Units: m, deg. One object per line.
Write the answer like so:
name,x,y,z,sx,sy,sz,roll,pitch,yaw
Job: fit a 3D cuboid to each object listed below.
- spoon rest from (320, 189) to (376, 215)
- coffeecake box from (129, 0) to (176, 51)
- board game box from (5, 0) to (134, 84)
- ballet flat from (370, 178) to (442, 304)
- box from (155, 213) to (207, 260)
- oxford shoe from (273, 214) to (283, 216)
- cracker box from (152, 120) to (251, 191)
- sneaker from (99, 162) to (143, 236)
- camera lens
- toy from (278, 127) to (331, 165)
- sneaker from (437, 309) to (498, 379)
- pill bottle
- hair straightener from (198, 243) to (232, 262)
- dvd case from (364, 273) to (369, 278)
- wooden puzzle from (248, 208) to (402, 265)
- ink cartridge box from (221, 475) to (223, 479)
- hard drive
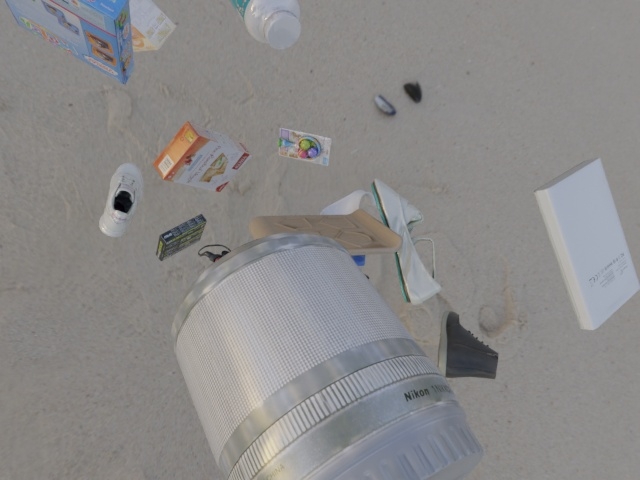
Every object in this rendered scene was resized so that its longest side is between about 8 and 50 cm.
spoon rest,0.113,-0.129,1.815,0.276,0.137,0.084,-31,130,-41
coffeecake box,-0.403,-0.470,0.935,0.185,0.142,0.068,41,78,-41
board game box,-0.324,-0.291,0.602,0.160,0.211,0.039,28,78,-17
ballet flat,0.264,-0.011,1.411,0.139,0.139,0.399,-11,77,-16
box,-0.553,-0.010,1.866,0.191,0.184,0.045,-33,79,-33
oxford shoe,-0.124,0.133,1.684,0.130,0.169,0.448,-3,83,-33
cracker box,-0.317,-0.222,1.293,0.156,0.232,0.067,-45,70,18
sneaker,-0.646,-0.158,1.580,0.114,0.152,0.304,20,48,-29
camera lens,-0.009,0.143,0.468,0.220,0.219,0.274,-22,52,-18
toy,-0.078,-0.408,2.095,0.238,0.136,0.056,16,39,11
sneaker,0.317,0.230,1.019,0.118,0.222,0.083,6,114,14
pill bottle,-0.146,-0.611,1.209,0.146,0.146,0.264,-21,64,-18
hair straightener,-0.204,0.070,1.214,0.231,0.089,0.047,24,112,-1
dvd case,0.045,0.201,1.785,0.181,0.022,0.253,30,103,-26
wooden puzzle,0.000,0.000,1.275,0.348,0.322,0.080,-7,110,-16
ink cartridge box,-0.049,0.386,0.884,0.272,0.130,0.309,-7,69,-19
hard drive,0.566,0.003,0.988,0.203,0.040,0.307,-26,98,-28
